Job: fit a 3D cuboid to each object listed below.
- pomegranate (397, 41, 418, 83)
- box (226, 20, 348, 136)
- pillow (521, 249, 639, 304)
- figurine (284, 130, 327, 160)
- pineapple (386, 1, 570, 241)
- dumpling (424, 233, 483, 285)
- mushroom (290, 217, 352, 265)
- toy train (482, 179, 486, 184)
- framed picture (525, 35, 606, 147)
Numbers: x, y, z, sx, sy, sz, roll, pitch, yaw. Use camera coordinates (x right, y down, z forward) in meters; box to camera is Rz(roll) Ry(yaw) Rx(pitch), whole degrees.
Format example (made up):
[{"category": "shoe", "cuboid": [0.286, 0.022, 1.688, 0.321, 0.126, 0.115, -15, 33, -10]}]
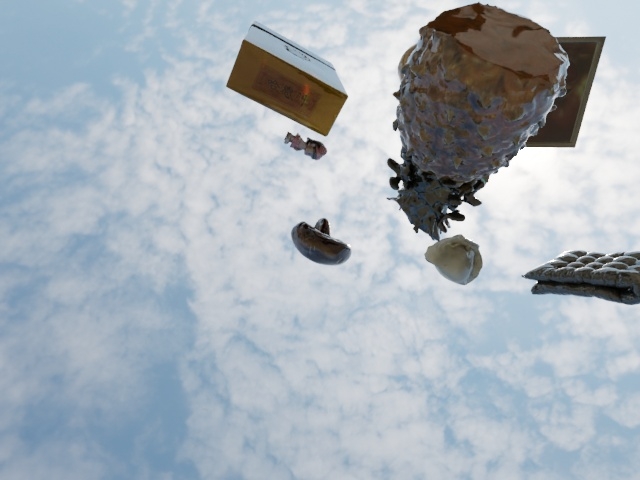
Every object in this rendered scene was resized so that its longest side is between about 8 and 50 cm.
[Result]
[{"category": "pomegranate", "cuboid": [0.340, -0.540, 1.353, 0.191, 0.191, 0.191, 0, -122, -1]}, {"category": "box", "cuboid": [-0.086, -0.434, 1.100, 0.264, 0.116, 0.415, 22, -152, -16]}, {"category": "pillow", "cuboid": [0.765, 0.093, 1.161, 0.228, 0.326, 0.101, -18, -85, -24]}, {"category": "figurine", "cuboid": [-0.041, -0.281, 1.238, 0.129, 0.072, 0.054, 28, -108, -7]}, {"category": "pineapple", "cuboid": [0.147, -0.108, 0.492, 0.157, 0.279, 0.158, 4, -126, -6]}, {"category": "dumpling", "cuboid": [0.370, 0.046, 1.158, 0.188, 0.108, 0.127, 36, -80, -20]}, {"category": "mushroom", "cuboid": [-0.001, 0.001, 0.913, 0.135, 0.080, 0.171, 31, -165, -11]}, {"category": "toy train", "cuboid": [0.207, -0.168, 0.666, 0.132, 0.200, 0.083, -16, -140, -18]}, {"category": "framed picture", "cuboid": [0.624, -0.395, 1.156, 0.211, 0.290, 0.020, 0, -151, 0]}]
